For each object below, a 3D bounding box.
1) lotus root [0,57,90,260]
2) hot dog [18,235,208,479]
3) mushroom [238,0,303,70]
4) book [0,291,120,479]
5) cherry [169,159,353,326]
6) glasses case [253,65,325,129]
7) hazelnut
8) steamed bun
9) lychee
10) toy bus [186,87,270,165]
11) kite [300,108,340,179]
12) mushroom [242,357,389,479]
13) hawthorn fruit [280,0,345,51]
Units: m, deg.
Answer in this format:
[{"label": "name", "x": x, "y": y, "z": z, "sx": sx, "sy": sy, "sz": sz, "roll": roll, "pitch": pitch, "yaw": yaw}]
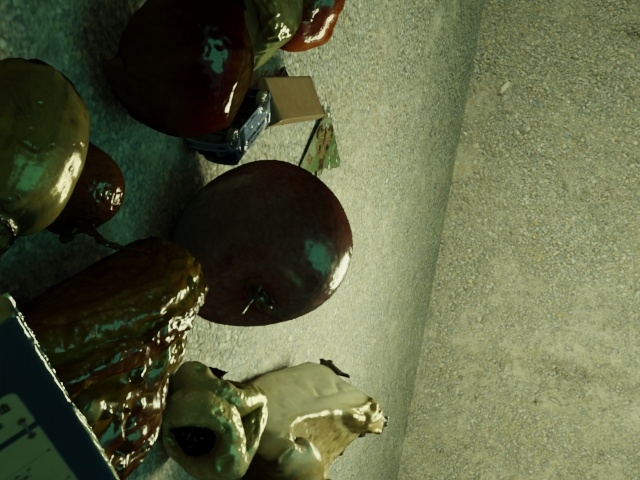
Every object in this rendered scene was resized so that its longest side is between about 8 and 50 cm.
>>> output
[{"label": "lotus root", "x": -0.287, "y": -0.071, "z": 0.761, "sx": 0.118, "sy": 0.125, "sz": 0.221, "roll": 120, "pitch": -15, "yaw": -64}, {"label": "hot dog", "x": -0.251, "y": 0.142, "z": 0.885, "sx": 0.387, "sy": 0.174, "sz": 0.267, "roll": -43, "pitch": 154, "yaw": -59}, {"label": "mushroom", "x": -0.099, "y": -0.341, "z": 1.086, "sx": 0.267, "sy": 0.164, "sz": 0.190, "roll": 72, "pitch": 32, "yaw": -49}, {"label": "book", "x": -0.324, "y": 0.264, "z": 0.722, "sx": 0.300, "sy": 0.039, "sz": 0.428, "roll": -31, "pitch": 139, "yaw": -20}, {"label": "cherry", "x": -0.084, "y": -0.003, "z": 1.184, "sx": 0.307, "sy": 0.261, "sz": 0.221, "roll": -82, "pitch": 157, "yaw": -58}, {"label": "glasses case", "x": -0.073, "y": -0.241, "z": 1.394, "sx": 0.193, "sy": 0.070, "sz": 0.103, "roll": -27, "pitch": 97, "yaw": -64}, {"label": "hazelnut", "x": -0.161, "y": -0.215, "z": 0.977, "sx": 0.202, "sy": 0.160, "sz": 0.170, "roll": 95, "pitch": 17, "yaw": -45}, {"label": "steamed bun", "x": -0.176, "y": 0.260, "z": 1.262, "sx": 0.155, "sy": 0.140, "sz": 0.172, "roll": 63, "pitch": 37, "yaw": -40}, {"label": "lychee", "x": -0.253, "y": -0.049, "z": 0.867, "sx": 0.140, "sy": 0.114, "sz": 0.101, "roll": -111, "pitch": -174, "yaw": -52}, {"label": "toy bus", "x": -0.132, "y": -0.166, "z": 1.227, "sx": 0.167, "sy": 0.073, "sz": 0.076, "roll": -60, "pitch": 155, "yaw": -46}, {"label": "kite", "x": -0.002, "y": -0.146, "z": 1.703, "sx": 0.229, "sy": 0.012, "sz": 0.250, "roll": -26, "pitch": 125, "yaw": -63}, {"label": "mushroom", "x": -0.067, "y": 0.417, "z": 1.576, "sx": 0.397, "sy": 0.224, "sz": 0.314, "roll": 4, "pitch": 110, "yaw": -64}, {"label": "hawthorn fruit", "x": -0.034, "y": -0.370, "z": 1.275, "sx": 0.179, "sy": 0.173, "sz": 0.174, "roll": 64, "pitch": 40, "yaw": -58}]
